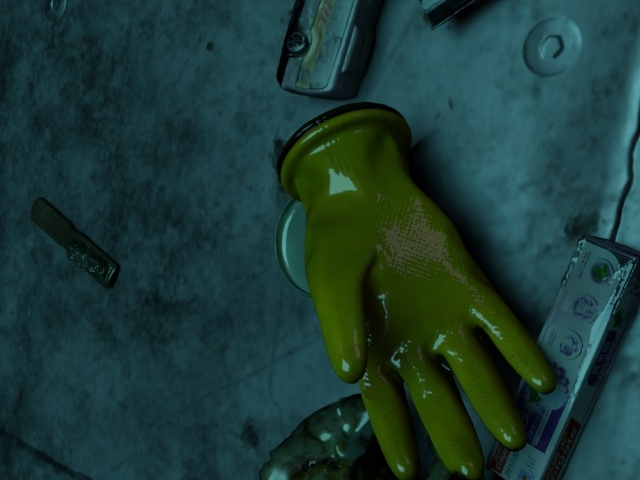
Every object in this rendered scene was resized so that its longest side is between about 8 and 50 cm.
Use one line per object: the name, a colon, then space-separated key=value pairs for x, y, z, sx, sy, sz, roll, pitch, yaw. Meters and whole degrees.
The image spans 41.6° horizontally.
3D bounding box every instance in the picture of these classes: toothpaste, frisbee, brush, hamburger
toothpaste: x=0.183 y=0.094 z=0.623 sx=0.047 sy=0.040 sz=0.196 roll=29 pitch=105 yaw=40
frisbee: x=0.000 y=0.000 z=0.790 sx=0.110 sy=0.014 sz=0.110 roll=-4 pitch=84 yaw=39
brush: x=-0.312 y=0.000 z=1.031 sx=0.190 sy=0.027 sz=0.034 roll=35 pitch=107 yaw=35
hamburger: x=0.010 y=0.271 z=0.668 sx=0.167 sy=0.192 sz=0.288 roll=29 pitch=73 yaw=29

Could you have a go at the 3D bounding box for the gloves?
gloves: x=0.068 y=0.040 z=0.638 sx=0.133 sy=0.116 sz=0.294 roll=-28 pitch=59 yaw=9

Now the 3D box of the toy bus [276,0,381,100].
toy bus: x=0.017 y=-0.211 z=0.763 sx=0.072 sy=0.057 sz=0.172 roll=21 pitch=101 yaw=28

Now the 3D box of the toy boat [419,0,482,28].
toy boat: x=0.136 y=-0.231 z=0.669 sx=0.141 sy=0.060 sz=0.055 roll=-32 pitch=68 yaw=26
